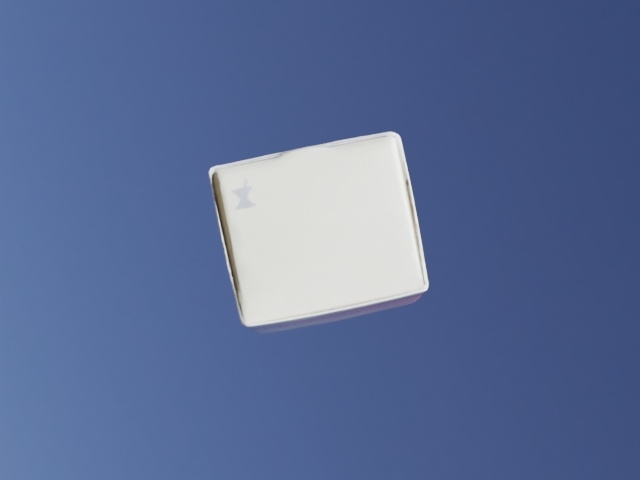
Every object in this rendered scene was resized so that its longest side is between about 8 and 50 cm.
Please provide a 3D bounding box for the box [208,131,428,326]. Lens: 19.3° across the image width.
[{"bbox_3d":[0.000,0.000,1.512,0.232,0.149,0.126,78,1,-86],"label":"box"}]
